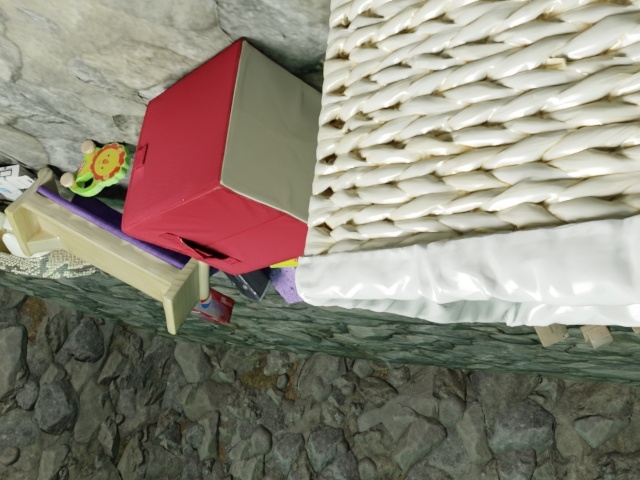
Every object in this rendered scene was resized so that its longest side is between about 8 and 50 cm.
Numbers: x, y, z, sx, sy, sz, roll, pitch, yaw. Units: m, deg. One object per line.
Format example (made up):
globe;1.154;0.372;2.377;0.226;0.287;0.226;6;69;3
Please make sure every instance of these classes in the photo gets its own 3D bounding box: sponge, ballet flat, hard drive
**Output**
sponge;-0.092;0.037;1.256;0.210;0.031;0.117;51;147;-13
ballet flat;-0.719;-0.028;1.385;0.483;0.164;0.182;12;154;5
hard drive;-0.179;0.047;1.298;0.172;0.054;0.254;51;167;-8

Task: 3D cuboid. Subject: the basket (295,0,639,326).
basket;0.209;-0.071;0.446;0.331;0.266;0.328;-5;169;44

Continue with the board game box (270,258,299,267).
board game box;0.000;0.000;1.083;0.092;0.043;0.181;-4;-167;39

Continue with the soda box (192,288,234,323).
soda box;-0.384;0.196;2.006;0.092;0.083;0.263;3;162;24

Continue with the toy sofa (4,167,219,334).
toy sofa;-0.372;0.001;1.160;0.362;0.177;0.150;27;147;8

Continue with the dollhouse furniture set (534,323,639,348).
dollhouse furniture set;0.479;0.004;1.000;0.355;0.174;0.303;-27;137;14

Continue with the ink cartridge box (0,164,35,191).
ink cartridge box;-0.585;-0.120;1.192;0.083;0.028;0.048;-7;161;9

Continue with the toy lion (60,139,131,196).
toy lion;-0.352;-0.113;0.994;0.096;0.100;0.034;23;168;27

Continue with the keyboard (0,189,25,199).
keyboard;-0.657;-0.125;1.257;0.072;0.014;0.256;9;162;1

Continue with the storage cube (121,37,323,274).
storage cube;-0.096;-0.089;0.749;0.193;0.215;0.183;-16;149;42
